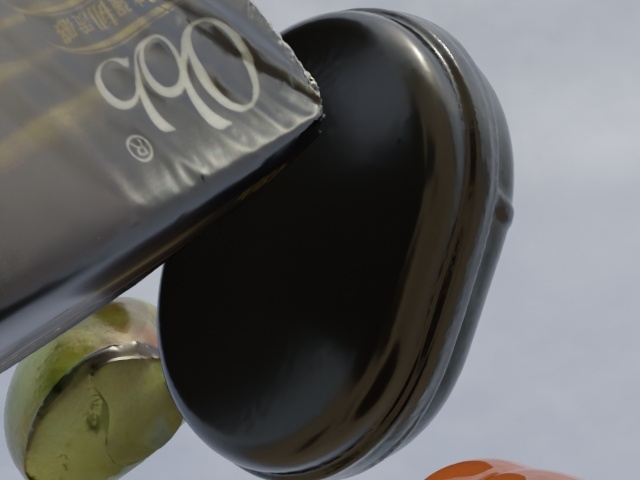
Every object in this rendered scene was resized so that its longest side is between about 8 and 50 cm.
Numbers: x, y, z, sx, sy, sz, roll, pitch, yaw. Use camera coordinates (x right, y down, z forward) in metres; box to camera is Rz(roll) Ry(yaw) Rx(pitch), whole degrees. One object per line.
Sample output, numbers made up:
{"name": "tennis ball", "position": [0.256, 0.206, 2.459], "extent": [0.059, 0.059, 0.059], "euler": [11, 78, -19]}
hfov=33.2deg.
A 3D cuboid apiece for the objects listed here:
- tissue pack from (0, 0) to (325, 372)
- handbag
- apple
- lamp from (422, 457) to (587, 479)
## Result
{"name": "tissue pack", "position": [-0.193, -0.024, 0.433], "extent": [0.210, 0.370, 0.198], "euler": [-31, -86, 39]}
{"name": "handbag", "position": [0.001, 0.000, 0.695], "extent": [0.093, 0.254, 0.307], "euler": [14, -86, -43]}
{"name": "apple", "position": [-0.222, 0.157, 1.085], "extent": [0.188, 0.207, 0.173], "euler": [-35, -106, 4]}
{"name": "lamp", "position": [0.075, 0.186, 0.468], "extent": [0.164, 0.187, 0.187], "euler": [37, -72, -22]}
